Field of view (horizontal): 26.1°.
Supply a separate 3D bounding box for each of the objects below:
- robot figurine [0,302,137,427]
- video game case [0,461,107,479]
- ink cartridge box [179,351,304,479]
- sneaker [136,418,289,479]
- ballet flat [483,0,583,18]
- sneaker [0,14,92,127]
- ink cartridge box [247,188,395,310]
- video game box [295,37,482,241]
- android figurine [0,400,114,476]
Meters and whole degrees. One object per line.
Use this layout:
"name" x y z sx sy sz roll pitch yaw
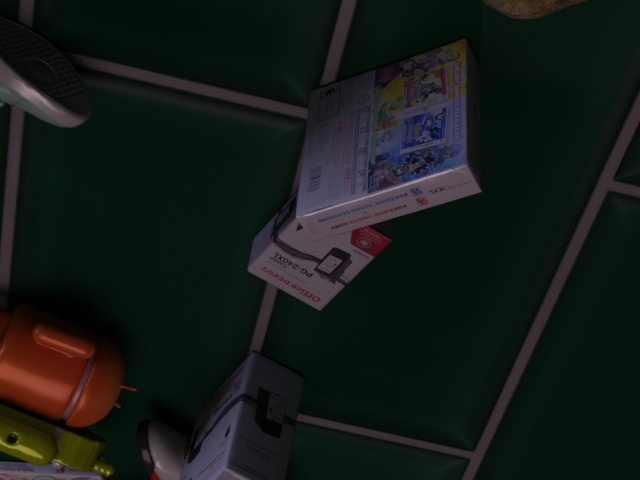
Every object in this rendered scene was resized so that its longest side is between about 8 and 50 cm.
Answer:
"robot figurine" -0.346 0.161 1.767 0.219 0.128 0.158 24 107 -12
"video game case" -0.408 0.411 2.060 0.206 0.026 0.227 1 131 6
"ink cartridge box" -0.106 0.269 1.776 0.086 0.208 0.153 31 127 -15
"sneaker" -0.132 0.321 1.905 0.145 0.090 0.270 -19 128 19
"ballet flat" 0.308 -0.288 1.308 0.348 0.123 0.123 -12 128 16
"sneaker" -0.379 -0.169 1.499 0.256 0.094 0.151 32 122 -7
"ink cartridge box" 0.000 0.000 1.620 0.109 0.063 0.150 30 128 -18
"video game box" 0.073 -0.106 1.426 0.187 0.205 0.048 -18 130 22
"android figurine" -0.396 0.242 1.809 0.272 0.056 0.248 27 173 -20
